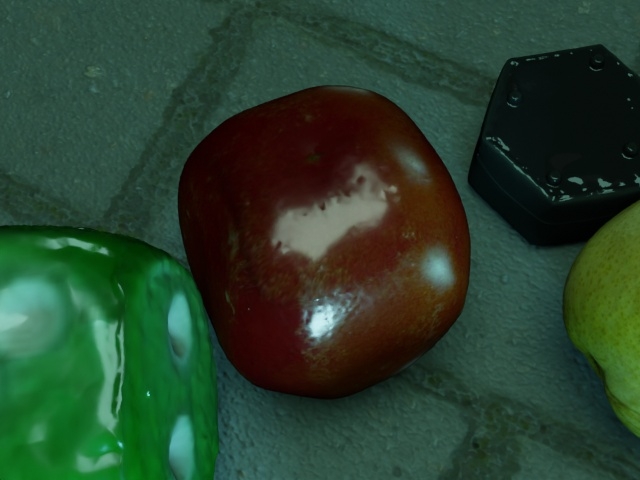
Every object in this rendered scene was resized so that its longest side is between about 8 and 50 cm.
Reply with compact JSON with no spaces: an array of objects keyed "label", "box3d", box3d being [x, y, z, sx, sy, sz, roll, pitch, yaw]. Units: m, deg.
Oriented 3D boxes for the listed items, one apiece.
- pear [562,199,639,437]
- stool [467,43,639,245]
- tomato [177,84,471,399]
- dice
[{"label":"pear","box3d":[0.421,0.076,1.044,0.315,0.314,0.314,0,66,1]},{"label":"stool","box3d":[0.297,-0.114,1.212,0.232,0.141,0.232,0,66,0]},{"label":"tomato","box3d":[0.000,0.000,1.087,0.293,0.289,0.325,-17,60,-3]},{"label":"dice","box3d":[-0.272,0.158,0.991,0.297,0.287,0.299,-7,75,14]}]
